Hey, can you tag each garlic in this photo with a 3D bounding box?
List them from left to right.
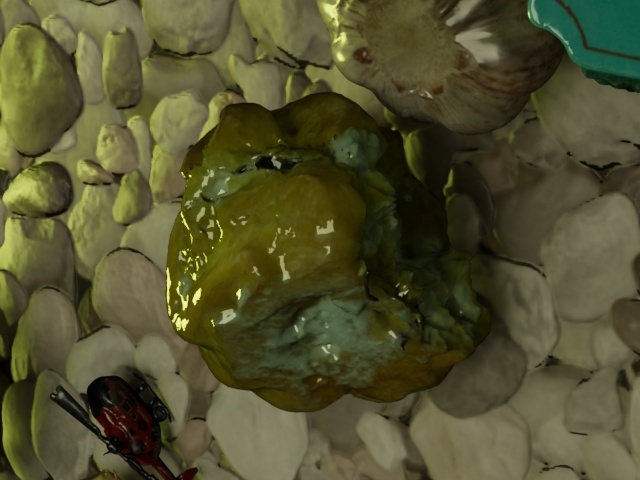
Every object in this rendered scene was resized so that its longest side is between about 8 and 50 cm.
[{"bbox_3d":[0.074,-0.138,0.971,0.159,0.102,0.147,29,130,14],"label":"garlic"}]

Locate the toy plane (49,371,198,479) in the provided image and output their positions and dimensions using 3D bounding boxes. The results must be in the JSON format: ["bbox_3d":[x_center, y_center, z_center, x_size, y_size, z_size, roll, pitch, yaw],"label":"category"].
[{"bbox_3d":[-0.135,0.151,1.203,0.037,0.060,0.145,-35,96,34],"label":"toy plane"}]

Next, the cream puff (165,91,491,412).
[{"bbox_3d":[-0.005,0.002,1.008,0.195,0.221,0.194,-16,49,19],"label":"cream puff"}]

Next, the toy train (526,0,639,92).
[{"bbox_3d":[0.206,-0.151,0.845,0.203,0.112,0.163,13,102,10],"label":"toy train"}]

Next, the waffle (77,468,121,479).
[{"bbox_3d":[-0.144,0.237,1.227,0.135,0.021,0.092,58,144,-4],"label":"waffle"}]
